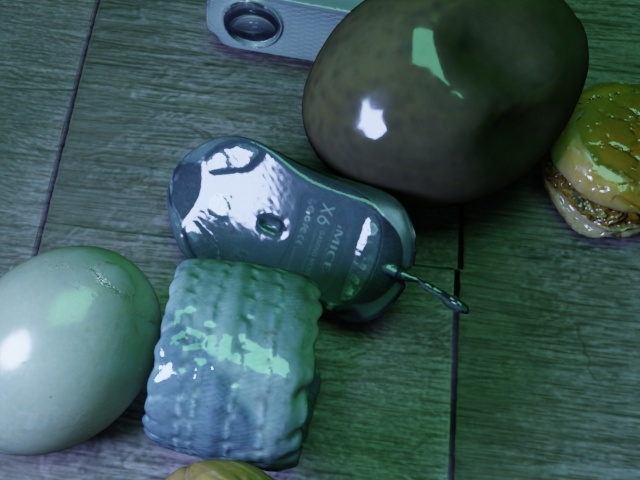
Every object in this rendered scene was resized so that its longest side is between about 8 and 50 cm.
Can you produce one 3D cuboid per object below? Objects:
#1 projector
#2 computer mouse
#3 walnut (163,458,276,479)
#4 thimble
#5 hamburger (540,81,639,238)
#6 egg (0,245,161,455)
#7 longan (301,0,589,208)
[{"bbox_3d":[-0.009,-0.334,1.758,0.250,0.108,0.198,10,50,1],"label":"projector"},{"bbox_3d":[0.000,0.000,1.514,0.379,0.167,0.090,25,13,13],"label":"computer mouse"},{"bbox_3d":[-0.087,0.305,1.265,0.165,0.165,0.197,-23,77,-19],"label":"walnut"},{"bbox_3d":[-0.080,0.124,1.367,0.172,0.250,0.205,9,99,-1],"label":"thimble"},{"bbox_3d":[0.372,-0.096,1.629,0.214,0.108,0.213,5,52,-6],"label":"hamburger"},{"bbox_3d":[-0.272,0.114,1.361,0.253,0.186,0.186,-46,61,17],"label":"egg"},{"bbox_3d":[0.147,-0.181,1.566,0.350,0.288,0.288,-28,61,-13],"label":"longan"}]
